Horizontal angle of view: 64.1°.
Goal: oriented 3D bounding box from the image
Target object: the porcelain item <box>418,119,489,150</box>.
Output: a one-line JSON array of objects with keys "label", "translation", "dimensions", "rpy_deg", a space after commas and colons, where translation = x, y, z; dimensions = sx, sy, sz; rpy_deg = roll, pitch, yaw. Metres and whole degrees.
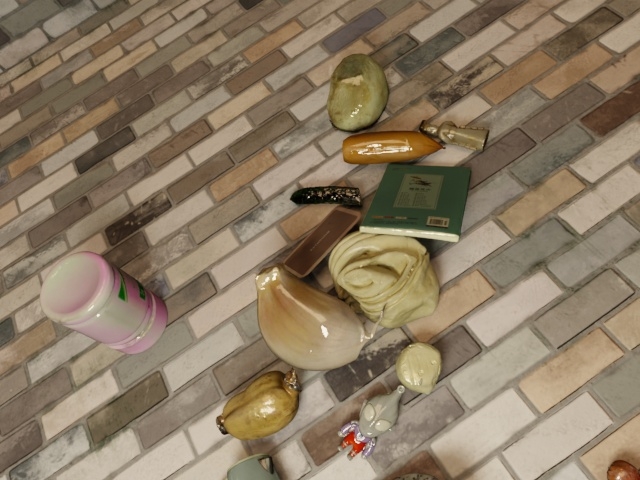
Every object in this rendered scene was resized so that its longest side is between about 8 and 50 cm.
[{"label": "porcelain item", "translation": [0.418, -0.335, 1.618], "dimensions": [0.213, 0.054, 0.084], "rpy_deg": [17, 67, 22]}]

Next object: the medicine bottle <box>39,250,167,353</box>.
[{"label": "medicine bottle", "translation": [-0.615, 0.188, 1.484], "dimensions": [0.212, 0.325, 0.212], "rpy_deg": [-7, 61, 13]}]

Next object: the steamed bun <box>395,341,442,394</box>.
[{"label": "steamed bun", "translation": [0.247, 0.326, 1.301], "dimensions": [0.112, 0.091, 0.130], "rpy_deg": [16, 53, 11]}]

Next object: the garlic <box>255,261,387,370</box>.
[{"label": "garlic", "translation": [-0.015, 0.208, 1.366], "dimensions": [0.340, 0.231, 0.246], "rpy_deg": [18, 95, 7]}]

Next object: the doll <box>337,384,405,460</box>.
[{"label": "doll", "translation": [0.135, 0.451, 1.284], "dimensions": [0.102, 0.075, 0.227], "rpy_deg": [44, 92, 13]}]

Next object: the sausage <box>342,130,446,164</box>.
[{"label": "sausage", "translation": [0.231, -0.298, 1.624], "dimensions": [0.328, 0.112, 0.112], "rpy_deg": [-2, 63, 12]}]

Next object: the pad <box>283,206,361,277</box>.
[{"label": "pad", "translation": [0.000, 0.000, 1.536], "dimensions": [0.266, 0.002, 0.176], "rpy_deg": [-47, 27, -11]}]

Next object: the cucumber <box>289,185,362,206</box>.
[{"label": "cucumber", "translation": [0.017, -0.144, 1.628], "dimensions": [0.245, 0.067, 0.067], "rpy_deg": [5, 65, 19]}]

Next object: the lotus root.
[{"label": "lotus root", "translation": [-0.149, 0.429, 1.338], "dimensions": [0.256, 0.140, 0.154], "rpy_deg": [-29, 30, 8]}]

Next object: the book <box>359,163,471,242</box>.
[{"label": "book", "translation": [0.283, -0.123, 1.460], "dimensions": [0.264, 0.031, 0.379], "rpy_deg": [7, 37, 18]}]

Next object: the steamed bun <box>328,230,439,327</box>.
[{"label": "steamed bun", "translation": [0.162, 0.078, 1.391], "dimensions": [0.276, 0.203, 0.289], "rpy_deg": [-22, 59, 4]}]

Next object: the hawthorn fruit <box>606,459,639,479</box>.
[{"label": "hawthorn fruit", "translation": [0.672, 0.517, 1.098], "dimensions": [0.103, 0.067, 0.067], "rpy_deg": [18, 70, 26]}]

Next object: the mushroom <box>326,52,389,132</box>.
[{"label": "mushroom", "translation": [0.126, -0.512, 1.729], "dimensions": [0.189, 0.164, 0.267], "rpy_deg": [30, 74, 28]}]

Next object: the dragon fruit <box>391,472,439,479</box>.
[{"label": "dragon fruit", "translation": [0.189, 0.666, 1.095], "dimensions": [0.283, 0.204, 0.221], "rpy_deg": [-37, 88, -18]}]

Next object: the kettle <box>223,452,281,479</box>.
[{"label": "kettle", "translation": [-0.156, 0.666, 1.230], "dimensions": [0.210, 0.160, 0.243], "rpy_deg": [-47, 49, 22]}]
